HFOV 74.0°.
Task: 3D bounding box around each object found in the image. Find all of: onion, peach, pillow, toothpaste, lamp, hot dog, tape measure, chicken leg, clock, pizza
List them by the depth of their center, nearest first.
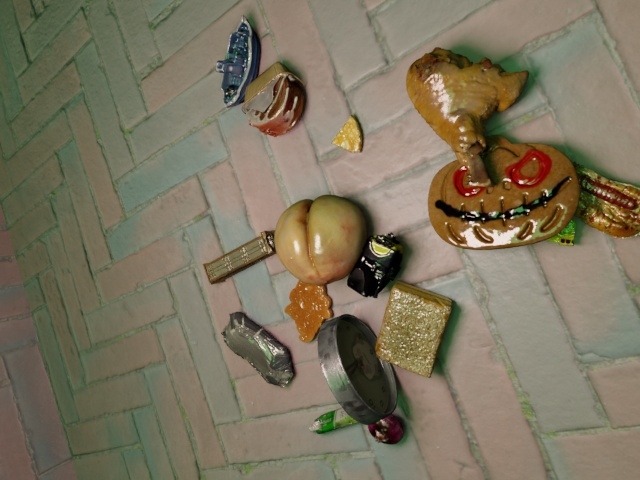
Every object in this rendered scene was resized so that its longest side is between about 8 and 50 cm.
[{"bbox_3d":[0.674,-0.100,1.026,0.253,0.069,0.131,37,110,23],"label":"hot dog"},{"bbox_3d":[0.398,-0.333,1.088,0.295,0.182,0.409,-16,73,10],"label":"chicken leg"},{"bbox_3d":[0.113,0.366,1.236,0.066,0.319,0.318,-33,78,23],"label":"clock"},{"bbox_3d":[0.175,0.070,1.253,0.112,0.186,0.199,34,105,17],"label":"tape measure"},{"bbox_3d":[0.001,0.000,1.306,0.293,0.247,0.292,-4,72,12],"label":"peach"},{"bbox_3d":[0.202,0.592,1.329,0.115,0.104,0.115,14,118,28],"label":"onion"},{"bbox_3d":[0.083,-0.332,1.357,0.109,0.026,0.122,-9,92,32],"label":"pizza"},{"bbox_3d":[0.059,0.606,1.441,0.248,0.047,0.078,-31,53,27],"label":"toothpaste"},{"bbox_3d":[-0.231,0.396,1.556,0.335,0.093,0.161,31,114,23],"label":"pillow"},{"bbox_3d":[-0.287,0.064,1.560,0.326,0.090,0.089,-27,81,27],"label":"lamp"}]

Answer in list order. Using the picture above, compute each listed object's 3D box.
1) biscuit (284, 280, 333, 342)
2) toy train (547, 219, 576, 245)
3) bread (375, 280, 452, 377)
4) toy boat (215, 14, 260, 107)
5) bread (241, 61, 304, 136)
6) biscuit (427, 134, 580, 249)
[{"bbox_3d":[-0.038,0.214,1.463,0.183,0.043,0.279,8,94,25],"label":"biscuit"},{"bbox_3d":[0.531,-0.038,1.120,0.250,0.053,0.085,10,105,28],"label":"toy train"},{"bbox_3d":[0.273,0.259,1.259,0.184,0.111,0.234,18,102,20],"label":"bread"},{"bbox_3d":[-0.293,-0.614,1.473,0.129,0.142,0.308,23,106,28],"label":"toy boat"},{"bbox_3d":[-0.151,-0.460,1.419,0.224,0.142,0.211,-28,66,28],"label":"bread"},{"bbox_3d":[0.455,-0.132,1.097,0.368,0.063,0.313,-8,74,35],"label":"biscuit"}]
